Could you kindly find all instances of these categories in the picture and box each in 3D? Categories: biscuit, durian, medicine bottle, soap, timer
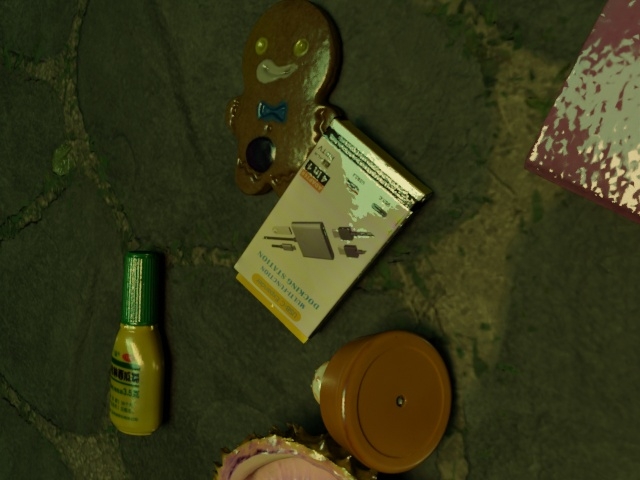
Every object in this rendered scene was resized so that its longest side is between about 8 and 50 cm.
[{"bbox_3d":[-0.045,-0.163,0.694,0.180,0.039,0.236,12,98,36],"label":"biscuit"},{"bbox_3d":[0.032,0.309,0.620,0.341,0.112,0.191,33,103,22],"label":"durian"},{"bbox_3d":[-0.261,0.145,0.849,0.095,0.064,0.260,8,96,36],"label":"medicine bottle"},{"bbox_3d":[0.301,-0.078,0.413,0.259,0.081,0.181,35,112,30],"label":"soap"},{"bbox_3d":[0.037,0.156,0.612,0.152,0.132,0.132,-9,86,59],"label":"timer"}]

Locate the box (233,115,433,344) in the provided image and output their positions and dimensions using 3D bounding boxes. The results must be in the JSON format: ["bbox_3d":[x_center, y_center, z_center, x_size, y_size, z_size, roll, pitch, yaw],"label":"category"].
[{"bbox_3d":[0.000,0.000,0.652,0.129,0.033,0.247,41,116,12],"label":"box"}]
